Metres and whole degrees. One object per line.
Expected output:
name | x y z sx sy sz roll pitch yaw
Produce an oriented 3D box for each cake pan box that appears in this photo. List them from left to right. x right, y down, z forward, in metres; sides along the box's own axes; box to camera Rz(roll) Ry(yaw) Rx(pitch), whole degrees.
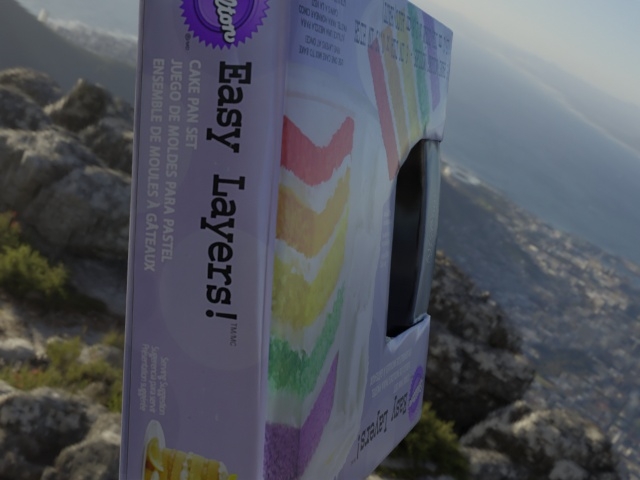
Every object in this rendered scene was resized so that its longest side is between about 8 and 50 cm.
cake pan box | 0.000 0.000 0.441 0.070 0.245 0.267 8 6 20
